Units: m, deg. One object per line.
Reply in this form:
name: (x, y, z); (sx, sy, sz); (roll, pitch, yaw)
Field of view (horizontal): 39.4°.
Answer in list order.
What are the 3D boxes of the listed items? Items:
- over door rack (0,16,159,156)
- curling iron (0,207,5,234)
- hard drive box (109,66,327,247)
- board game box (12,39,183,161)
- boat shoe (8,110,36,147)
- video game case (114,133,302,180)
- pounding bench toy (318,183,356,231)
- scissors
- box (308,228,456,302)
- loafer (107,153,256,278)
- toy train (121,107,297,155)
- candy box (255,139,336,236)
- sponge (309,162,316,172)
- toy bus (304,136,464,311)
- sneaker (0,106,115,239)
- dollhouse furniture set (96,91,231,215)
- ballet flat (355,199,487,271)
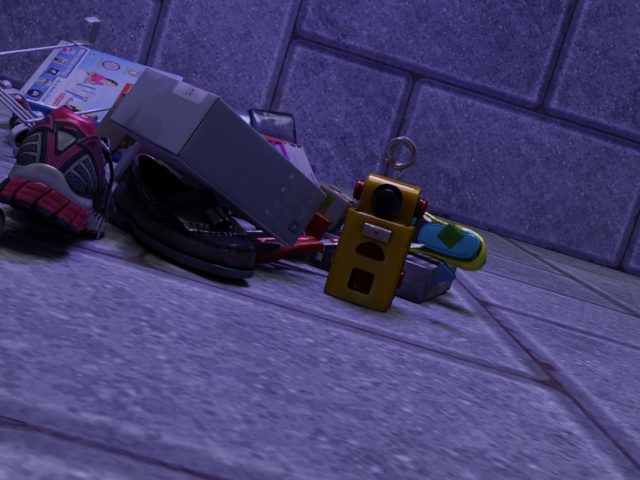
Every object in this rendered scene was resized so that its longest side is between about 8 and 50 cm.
over door rack: (-0.482, -0.275, 1.647); (0.324, 0.108, 0.239); (-30, 60, -37)
curling iron: (-0.339, -0.023, 0.874); (0.068, 0.035, 0.274); (21, 3, -29)
hard drive box: (-0.131, -0.107, 1.164); (0.181, 0.089, 0.232); (29, -7, 45)
board game box: (-0.495, -0.313, 2.026); (0.302, 0.086, 0.308); (17, 36, -5)
boat shoe: (-0.563, -0.212, 1.703); (0.183, 0.065, 0.083); (24, 11, 39)
video game case: (-0.203, -0.141, 1.621); (0.285, 0.204, 0.025); (13, 53, -31)
pounding bench toy: (0.028, -0.041, 1.357); (0.083, 0.052, 0.065); (36, 10, 10)
scissors: (0.000, 0.000, 1.283); (0.297, 0.021, 0.109); (-5, 18, -27)
box: (0.105, 0.034, 1.412); (0.183, 0.056, 0.231); (20, 8, 17)
loafer: (-0.179, -0.037, 1.123); (0.109, 0.095, 0.303); (11, 9, -41)
toy train: (-0.202, -0.182, 1.700); (0.334, 0.142, 0.190); (6, -25, -22)
candy box: (-0.056, -0.071, 1.424); (0.071, 0.159, 0.233); (-23, -2, 14)
sponge: (-0.068, -0.117, 1.927); (0.031, 0.117, 0.210); (18, 7, 17)
toy bus: (0.075, -0.008, 1.160); (0.202, 0.191, 0.104); (61, 10, 0)
sneaker: (-0.279, -0.072, 1.007); (0.121, 0.112, 0.299); (24, -4, -14)
dollhouse furniture set: (-0.255, -0.095, 1.420); (0.242, 0.161, 0.212); (39, 6, -4)
ballet flat: (0.155, -0.008, 1.387); (0.231, 0.077, 0.077); (25, -11, 29)
